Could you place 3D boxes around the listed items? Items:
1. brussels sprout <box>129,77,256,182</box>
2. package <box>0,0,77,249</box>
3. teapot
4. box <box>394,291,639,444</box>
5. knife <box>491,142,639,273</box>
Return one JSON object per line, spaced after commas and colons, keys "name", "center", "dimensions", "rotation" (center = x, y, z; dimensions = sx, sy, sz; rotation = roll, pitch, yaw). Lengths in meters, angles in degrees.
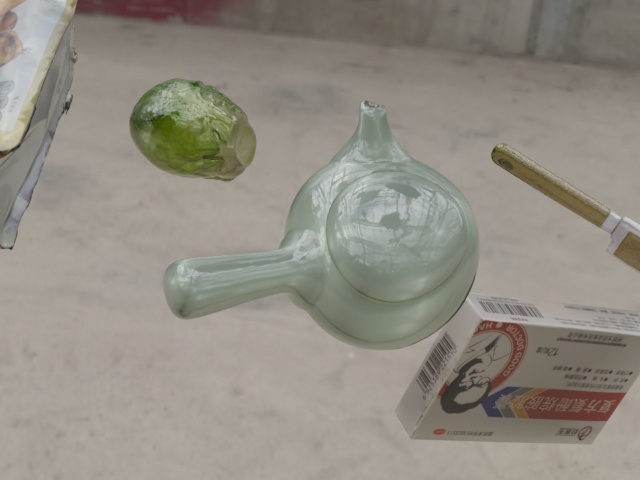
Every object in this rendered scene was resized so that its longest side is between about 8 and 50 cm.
{"name": "brussels sprout", "center": [-0.155, -0.134, 1.464], "dimensions": [0.155, 0.117, 0.155], "rotation": [8, 3, 0]}
{"name": "package", "center": [-0.348, -0.129, 1.223], "dimensions": [0.221, 0.165, 0.311], "rotation": [-1, 43, 7]}
{"name": "teapot", "center": [0.021, 0.031, 1.215], "dimensions": [0.318, 0.149, 0.220], "rotation": [-42, 83, -20]}
{"name": "box", "center": [0.296, 0.186, 1.697], "dimensions": [0.353, 0.214, 0.069], "rotation": [8, 32, -32]}
{"name": "knife", "center": [0.245, -0.002, 0.967], "dimensions": [0.256, 0.046, 0.022], "rotation": [34, 56, 9]}
